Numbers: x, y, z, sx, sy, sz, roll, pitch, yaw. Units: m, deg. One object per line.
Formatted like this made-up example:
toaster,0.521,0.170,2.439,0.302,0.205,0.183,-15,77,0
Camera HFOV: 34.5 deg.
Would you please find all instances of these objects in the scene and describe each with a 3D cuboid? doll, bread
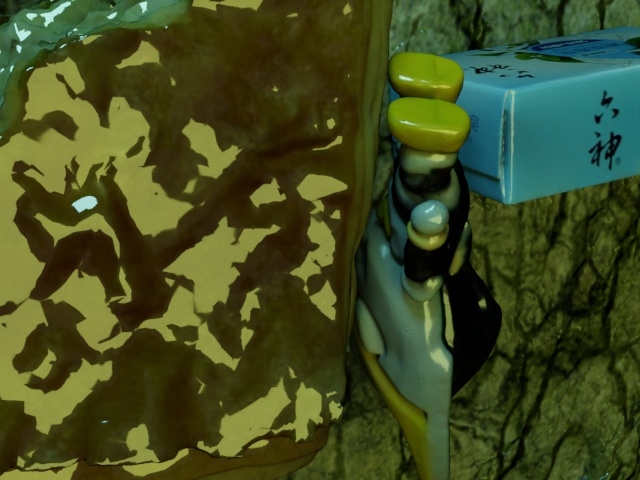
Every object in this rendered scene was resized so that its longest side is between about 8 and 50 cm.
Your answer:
doll,0.069,0.031,0.689,0.103,0.145,0.316,-17,134,-15
bread,-0.126,-0.050,0.571,0.314,0.191,0.370,0,94,-23

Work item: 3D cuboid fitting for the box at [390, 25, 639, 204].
box,0.184,-0.098,0.747,0.232,0.142,0.083,-12,111,-25

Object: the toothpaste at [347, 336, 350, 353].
toothpaste,0.000,0.000,0.737,0.034,0.046,0.164,-7,109,-31
